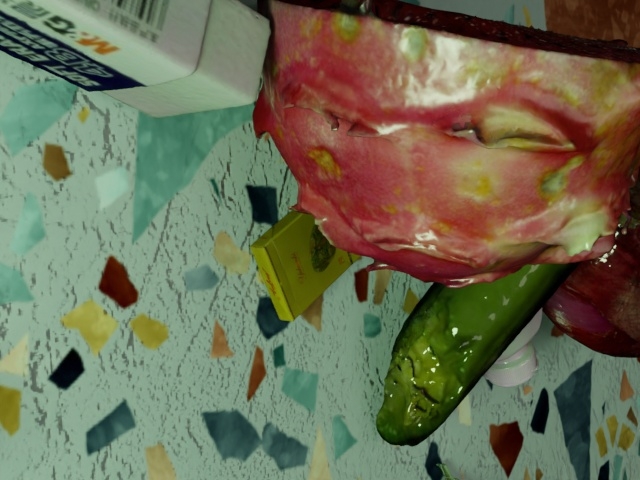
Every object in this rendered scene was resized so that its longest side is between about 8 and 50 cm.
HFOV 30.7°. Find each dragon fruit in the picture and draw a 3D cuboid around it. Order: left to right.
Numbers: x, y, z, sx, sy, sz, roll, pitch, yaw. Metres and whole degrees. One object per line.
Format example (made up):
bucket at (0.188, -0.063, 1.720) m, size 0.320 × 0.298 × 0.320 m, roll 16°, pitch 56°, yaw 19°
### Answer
dragon fruit at (0.115, -0.089, 1.004) m, size 0.371 × 0.386 × 0.249 m, roll -8°, pitch 113°, yaw -48°

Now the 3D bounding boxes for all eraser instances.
eraser at (-0.176, -0.174, 0.836) m, size 0.287 × 0.130 × 0.086 m, roll 24°, pitch 73°, yaw -45°

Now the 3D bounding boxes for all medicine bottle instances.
medicine bottle at (0.188, 0.063, 1.303) m, size 0.115 × 0.078 × 0.219 m, roll -37°, pitch 121°, yaw -27°

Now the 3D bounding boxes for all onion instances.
onion at (0.376, 0.012, 1.383) m, size 0.276 × 0.276 × 0.276 m, roll -8°, pitch 100°, yaw -47°

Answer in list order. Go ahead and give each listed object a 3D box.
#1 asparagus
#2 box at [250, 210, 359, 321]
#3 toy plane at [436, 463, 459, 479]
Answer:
asparagus at (0.173, 0.052, 1.178) m, size 0.382 × 0.108 × 0.128 m, roll -51°, pitch 176°, yaw 1°
box at (0.000, 0.000, 1.130) m, size 0.155 × 0.023 × 0.087 m, roll -42°, pitch 127°, yaw -37°
toy plane at (0.154, 0.306, 1.325) m, size 0.111 × 0.040 × 0.102 m, roll 10°, pitch 77°, yaw -46°
